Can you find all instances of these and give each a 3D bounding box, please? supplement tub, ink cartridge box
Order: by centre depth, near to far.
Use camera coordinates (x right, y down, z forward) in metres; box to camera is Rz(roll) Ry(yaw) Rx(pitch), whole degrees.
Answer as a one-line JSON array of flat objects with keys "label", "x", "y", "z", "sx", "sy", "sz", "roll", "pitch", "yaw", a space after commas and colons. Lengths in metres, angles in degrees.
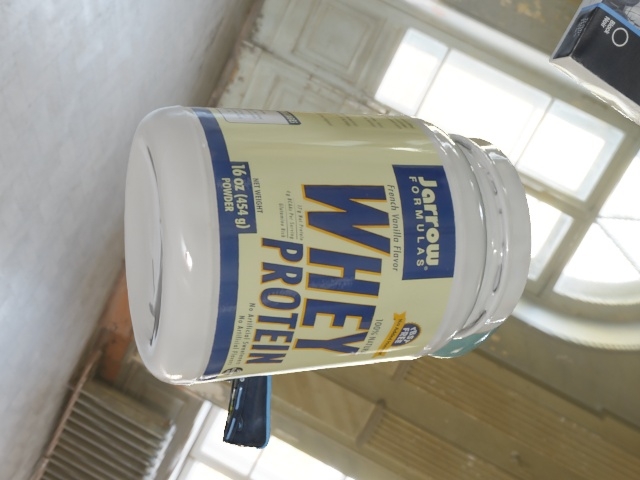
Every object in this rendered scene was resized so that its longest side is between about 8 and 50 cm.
[{"label": "supplement tub", "x": 0.000, "y": 0.000, "z": 0.657, "sx": 0.235, "sy": 0.325, "sz": 0.235, "roll": 178, "pitch": -90, "yaw": -67}, {"label": "ink cartridge box", "x": 0.490, "y": -0.229, "z": 0.979, "sx": 0.165, "sy": 0.333, "sz": 0.065, "roll": -61, "pitch": -166, "yaw": 1}]

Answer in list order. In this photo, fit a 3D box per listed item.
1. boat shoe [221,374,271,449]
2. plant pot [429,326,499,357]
[{"label": "boat shoe", "x": -0.124, "y": 0.210, "z": 1.143, "sx": 0.109, "sy": 0.089, "sz": 0.258, "roll": 180, "pitch": -91, "yaw": -83}, {"label": "plant pot", "x": 0.245, "y": 0.114, "z": 1.415, "sx": 0.290, "sy": 0.290, "sz": 0.195, "roll": -55, "pitch": 151, "yaw": -61}]
